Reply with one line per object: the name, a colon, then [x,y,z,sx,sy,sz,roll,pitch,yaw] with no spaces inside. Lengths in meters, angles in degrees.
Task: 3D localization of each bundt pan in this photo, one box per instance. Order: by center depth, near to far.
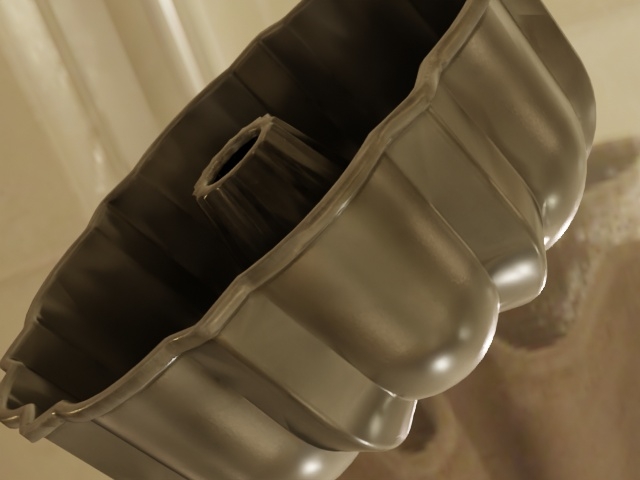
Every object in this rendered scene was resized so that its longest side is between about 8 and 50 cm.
bundt pan: [0.000,0.000,0.875,0.331,0.124,0.331,-41,-163,16]
